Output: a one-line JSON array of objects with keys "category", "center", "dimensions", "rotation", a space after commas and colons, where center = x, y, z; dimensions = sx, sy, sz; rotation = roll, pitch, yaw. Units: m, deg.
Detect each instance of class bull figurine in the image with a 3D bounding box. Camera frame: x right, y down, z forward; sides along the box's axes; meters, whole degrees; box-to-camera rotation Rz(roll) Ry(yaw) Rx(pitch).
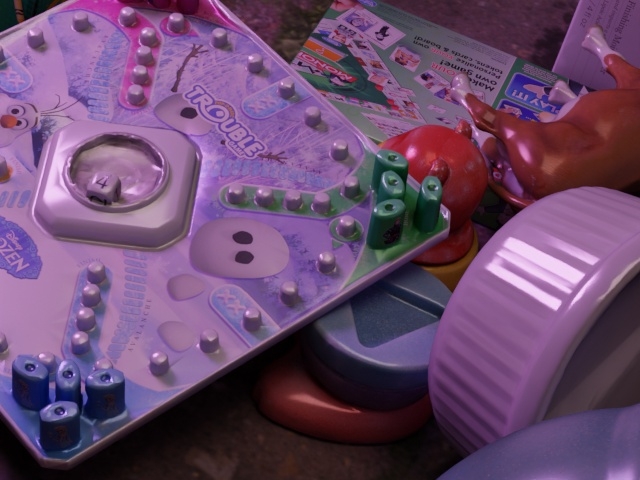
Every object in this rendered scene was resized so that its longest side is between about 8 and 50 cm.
[{"category": "bull figurine", "center": [0.259, -0.099, 1.667], "dimensions": [0.310, 0.101, 0.188], "rotation": [-18, 46, -39]}]

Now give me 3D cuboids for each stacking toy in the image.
[{"category": "stacking toy", "center": [0.000, 0.000, 1.514], "dimensions": [0.280, 0.130, 0.309], "rotation": [17, 41, -1]}]

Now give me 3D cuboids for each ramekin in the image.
[{"category": "ramekin", "center": [0.199, 0.082, 1.399], "dimensions": [0.273, 0.273, 0.127], "rotation": [-24, 44, -37]}]

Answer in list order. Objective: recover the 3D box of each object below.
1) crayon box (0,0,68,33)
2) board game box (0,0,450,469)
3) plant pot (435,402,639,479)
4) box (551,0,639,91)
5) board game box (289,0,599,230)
[{"category": "crayon box", "center": [-0.246, -0.291, 1.786], "dimensions": [0.165, 0.081, 0.278], "rotation": [34, 43, 19]}, {"category": "board game box", "center": [-0.160, -0.055, 1.455], "dimensions": [0.390, 0.050, 0.390], "rotation": [-31, 59, -27]}, {"category": "plant pot", "center": [0.139, 0.252, 1.202], "dimensions": [0.196, 0.293, 0.293], "rotation": [-4, 38, 17]}, {"category": "box", "center": [0.325, -0.230, 1.838], "dimensions": [0.119, 0.181, 0.182], "rotation": [25, 41, 10]}, {"category": "board game box", "center": [0.126, -0.116, 1.748], "dimensions": [0.317, 0.046, 0.213], "rotation": [23, 42, 7]}]
